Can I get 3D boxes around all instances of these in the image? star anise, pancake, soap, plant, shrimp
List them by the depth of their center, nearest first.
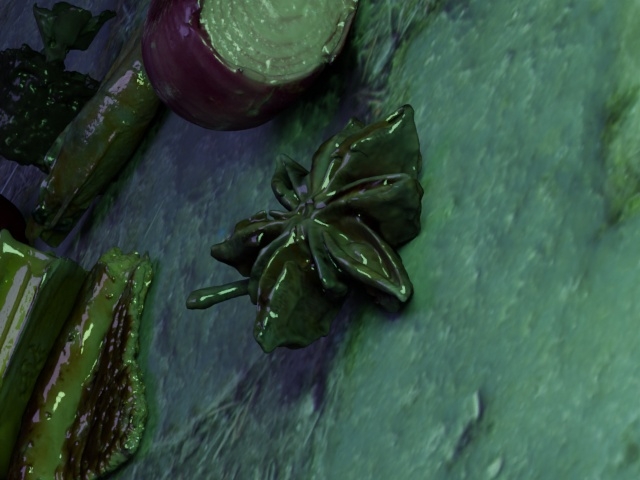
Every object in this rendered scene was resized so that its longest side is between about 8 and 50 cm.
[{"bbox_3d":[0.000,0.000,1.359,0.231,0.089,0.209,-8,48,57],"label":"star anise"},{"bbox_3d":[-0.207,0.131,1.710,0.266,0.057,0.244,-67,23,-3],"label":"pancake"},{"bbox_3d":[-0.300,0.118,1.826,0.233,0.076,0.135,-70,-19,-6],"label":"soap"},{"bbox_3d":[-0.232,-0.126,2.016,0.317,0.077,0.168,-53,16,18],"label":"shrimp"},{"bbox_3d":[-0.306,-0.181,2.138,0.142,0.131,0.203,-129,57,-66],"label":"plant"}]

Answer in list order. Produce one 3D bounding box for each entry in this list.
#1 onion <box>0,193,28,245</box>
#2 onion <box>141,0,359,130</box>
[{"bbox_3d":[-0.507,0.058,2.188,0.282,0.260,0.336,-9,59,57],"label":"onion"},{"bbox_3d":[-0.069,-0.191,1.602,0.200,0.200,0.207,-29,63,54],"label":"onion"}]
